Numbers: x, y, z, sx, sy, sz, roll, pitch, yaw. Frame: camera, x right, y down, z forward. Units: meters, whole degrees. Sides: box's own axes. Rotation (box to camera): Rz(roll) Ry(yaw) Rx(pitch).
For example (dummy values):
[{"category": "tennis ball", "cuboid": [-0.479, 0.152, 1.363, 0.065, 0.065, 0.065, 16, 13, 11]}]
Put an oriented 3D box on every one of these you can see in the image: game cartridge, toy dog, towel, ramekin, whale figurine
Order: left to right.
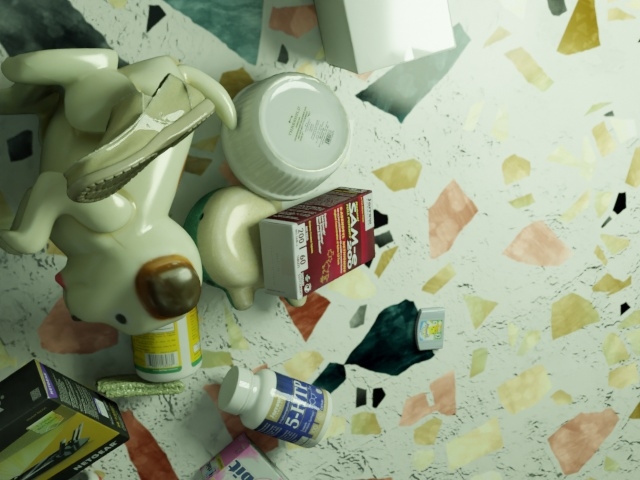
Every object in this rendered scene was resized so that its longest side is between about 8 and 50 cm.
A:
[{"category": "toy dog", "cuboid": [-0.308, -0.059, 1.570, 0.395, 0.284, 0.408, -9, 89, -35]}, {"category": "towel", "cuboid": [-0.311, 0.246, 1.776, 0.148, 0.110, 0.027, 0, 92, -17]}, {"category": "whale figurine", "cuboid": [-0.124, 0.019, 1.765, 0.272, 0.141, 0.216, 34, 63, -43]}, {"category": "ramekin", "cuboid": [-0.049, -0.176, 1.686, 0.207, 0.109, 0.207, 7, 74, -27]}, {"category": "game cartridge", "cuboid": [0.206, 0.167, 1.957, 0.056, 0.017, 0.083, -3, 106, -12]}]

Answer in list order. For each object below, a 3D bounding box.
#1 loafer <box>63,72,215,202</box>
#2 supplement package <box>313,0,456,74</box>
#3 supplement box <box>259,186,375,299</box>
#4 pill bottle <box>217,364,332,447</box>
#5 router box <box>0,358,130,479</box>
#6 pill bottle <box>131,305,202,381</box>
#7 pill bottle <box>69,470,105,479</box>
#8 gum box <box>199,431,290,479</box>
[{"category": "loafer", "cuboid": [-0.256, -0.141, 1.394, 0.092, 0.102, 0.268, 50, 46, -3]}, {"category": "supplement package", "cuboid": [0.082, -0.436, 1.661, 0.177, 0.175, 0.293, -17, 109, -13]}, {"category": "supplement box", "cuboid": [0.000, 0.000, 1.747, 0.239, 0.073, 0.130, -27, 119, -51]}, {"category": "pill bottle", "cuboid": [-0.083, 0.293, 1.854, 0.186, 0.112, 0.112, 23, 98, -21]}, {"category": "router box", "cuboid": [-0.502, 0.339, 1.671, 0.309, 0.081, 0.243, -34, 147, 5]}, {"category": "pill bottle", "cuboid": [-0.266, 0.122, 1.747, 0.117, 0.117, 0.208, -8, 107, -14]}, {"category": "pill bottle", "cuboid": [-0.351, 0.546, 1.820, 0.161, 0.161, 0.283, -46, 112, 0]}, {"category": "gum box", "cuboid": [-0.120, 0.460, 1.917, 0.107, 0.062, 0.188, -41, 112, -2]}]
